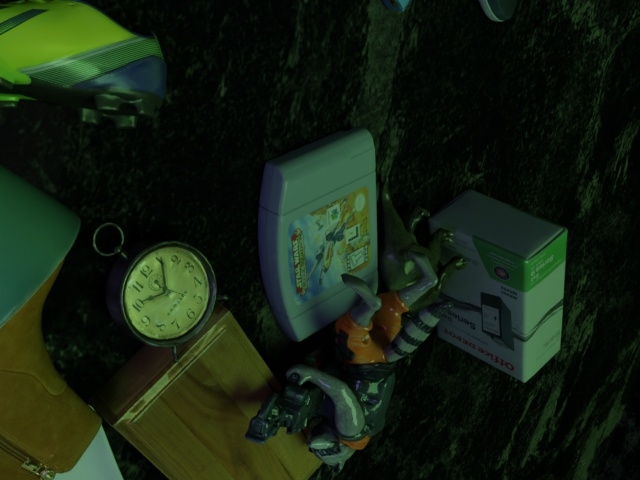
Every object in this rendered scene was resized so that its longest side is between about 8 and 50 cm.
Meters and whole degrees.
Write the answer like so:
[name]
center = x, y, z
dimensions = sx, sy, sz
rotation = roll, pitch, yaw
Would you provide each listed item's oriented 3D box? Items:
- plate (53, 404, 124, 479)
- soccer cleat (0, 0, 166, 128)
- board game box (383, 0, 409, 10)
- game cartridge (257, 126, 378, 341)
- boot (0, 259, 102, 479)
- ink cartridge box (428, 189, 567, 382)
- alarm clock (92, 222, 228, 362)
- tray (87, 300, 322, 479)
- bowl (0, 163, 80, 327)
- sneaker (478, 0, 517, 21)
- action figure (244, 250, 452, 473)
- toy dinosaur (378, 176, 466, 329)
[plate]
center = -0.372, 0.363, 0.935
dimensions = 0.278, 0.045, 0.277
rotation = -32, 130, -30
[soccer cleat]
center = -0.279, -0.190, 0.722
dimensions = 0.289, 0.093, 0.121
rotation = 9, 74, -43
[board game box]
center = 0.097, -0.436, 0.989
dimensions = 0.160, 0.039, 0.211
rotation = -55, 139, -8
[game cartridge]
center = 0.000, 0.000, 1.117
dimensions = 0.198, 0.062, 0.297
rotation = -31, 131, -36
[boot]
center = -0.311, 0.143, 0.814
dimensions = 0.295, 0.104, 0.211
rotation = -50, 127, -3
[ink cartridge box]
center = 0.317, 0.083, 1.362
dimensions = 0.121, 0.211, 0.289
rotation = -34, 132, -29
[alarm clock]
center = -0.206, 0.049, 0.917
dimensions = 0.129, 0.064, 0.192
rotation = -52, 126, -21
[tray]
center = -0.139, 0.281, 1.109
dimensions = 0.203, 0.076, 0.411
rotation = -45, 136, -19
[bowl]
center = -0.368, 0.016, 0.598
dimensions = 0.311, 0.311, 0.163
rotation = -44, 115, -20
[sneaker]
center = 0.316, -0.425, 1.127
dimensions = 0.086, 0.163, 0.226
rotation = -35, 134, -30
[action figure]
center = 0.046, 0.201, 1.092
dimensions = 0.341, 0.178, 0.330
rotation = -33, 144, -61
[toy dinosaur]
center = 0.151, 0.044, 1.244
dimensions = 0.160, 0.121, 0.314
rotation = -50, 144, -34
